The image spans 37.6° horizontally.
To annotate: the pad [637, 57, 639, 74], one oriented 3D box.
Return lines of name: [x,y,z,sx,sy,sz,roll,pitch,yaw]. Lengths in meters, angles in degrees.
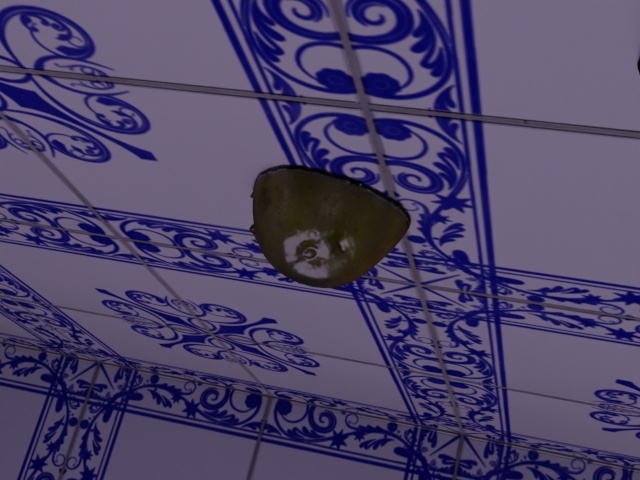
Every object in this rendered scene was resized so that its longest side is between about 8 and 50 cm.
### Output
pad: [0.386,-0.047,0.625,0.375,0.063,0.315,45,-175,11]

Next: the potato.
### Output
potato: [0.000,0.000,1.180,0.202,0.117,0.182,22,155,-17]
